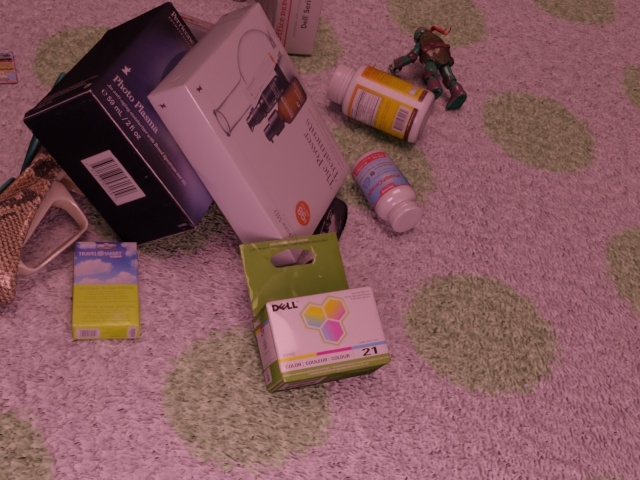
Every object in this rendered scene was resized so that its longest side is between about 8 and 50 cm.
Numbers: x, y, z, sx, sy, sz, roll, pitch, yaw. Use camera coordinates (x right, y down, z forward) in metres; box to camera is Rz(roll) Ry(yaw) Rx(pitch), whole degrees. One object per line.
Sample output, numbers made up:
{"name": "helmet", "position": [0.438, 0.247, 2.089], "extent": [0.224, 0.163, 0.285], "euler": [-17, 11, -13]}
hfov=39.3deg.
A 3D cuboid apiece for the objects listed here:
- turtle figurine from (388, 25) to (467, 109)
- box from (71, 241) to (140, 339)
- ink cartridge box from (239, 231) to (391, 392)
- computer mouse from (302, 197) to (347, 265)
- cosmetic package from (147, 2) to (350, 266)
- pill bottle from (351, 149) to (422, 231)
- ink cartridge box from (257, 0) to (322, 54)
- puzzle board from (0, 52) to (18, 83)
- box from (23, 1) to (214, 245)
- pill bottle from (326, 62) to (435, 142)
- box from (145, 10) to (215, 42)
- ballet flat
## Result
{"name": "turtle figurine", "position": [0.246, -0.407, 2.045], "extent": [0.175, 0.118, 0.234], "euler": [-6, 56, -19]}
{"name": "box", "position": [-0.356, 0.081, 1.491], "extent": [0.109, 0.042, 0.178], "euler": [1, 48, -14]}
{"name": "ink cartridge box", "position": [-0.015, 0.101, 1.464], "extent": [0.188, 0.097, 0.255], "euler": [-8, 73, -21]}
{"name": "computer mouse", "position": [0.000, 0.000, 1.655], "extent": [0.071, 0.041, 0.242], "euler": [18, 47, 1]}
{"name": "cosmetic package", "position": [-0.109, -0.184, 1.591], "extent": [0.097, 0.377, 0.284], "euler": [-8, 36, 36]}
{"name": "pill bottle", "position": [0.131, -0.095, 1.742], "extent": [0.087, 0.087, 0.160], "euler": [-14, 53, -25]}
{"name": "ink cartridge box", "position": [-0.070, -0.567, 2.042], "extent": [0.119, 0.207, 0.354], "euler": [1, 49, -11]}
{"name": "puzzle board", "position": [-0.688, -0.351, 1.827], "extent": [0.128, 0.011, 0.096], "euler": [-7, 50, -19]}
{"name": "box", "position": [-0.299, -0.204, 1.571], "extent": [0.182, 0.296, 0.294], "euler": [-14, 35, 34]}
{"name": "pill bottle", "position": [0.126, -0.298, 1.907], "extent": [0.215, 0.117, 0.117], "euler": [25, 47, 9]}
{"name": "box", "position": [-0.285, -0.460, 1.951], "extent": [0.145, 0.038, 0.186], "euler": [21, 16, 6]}
{"name": "ballet flat", "position": [-0.478, -0.083, 1.559], "extent": [0.182, 0.164, 0.483], "euler": [31, 51, -15]}
